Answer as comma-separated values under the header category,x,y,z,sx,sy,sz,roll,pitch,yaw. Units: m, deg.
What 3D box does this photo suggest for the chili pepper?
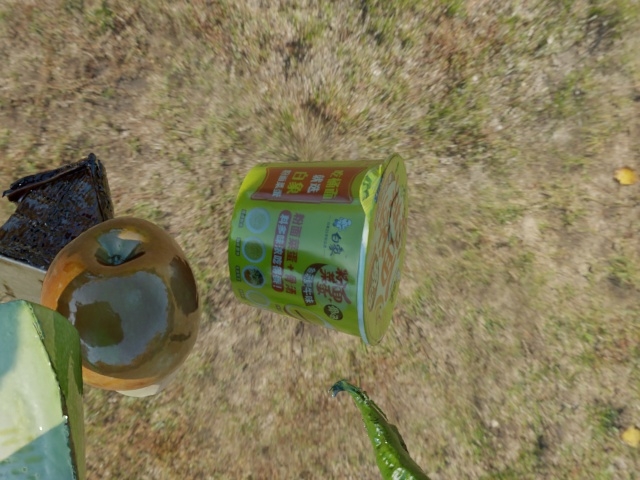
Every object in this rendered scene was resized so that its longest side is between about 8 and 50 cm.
category,x,y,z,sx,sy,sz,roll,pitch,yaw
chili pepper,0.115,0.350,1.370,0.085,0.359,0.076,-10,121,-21

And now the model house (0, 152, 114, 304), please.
category,x,y,z,sx,sy,sz,roll,pitch,yaw
model house,-0.512,-0.007,1.800,0.297,0.317,0.282,24,63,4

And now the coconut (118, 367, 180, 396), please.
category,x,y,z,sx,sy,sz,roll,pitch,yaw
coconut,-0.409,0.237,1.890,0.237,0.237,0.197,39,82,-4

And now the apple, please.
category,x,y,z,sx,sy,sz,roll,pitch,yaw
apple,-0.285,0.085,1.245,0.254,0.253,0.253,0,95,-1

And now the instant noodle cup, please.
category,x,y,z,sx,sy,sz,roll,pitch,yaw
instant noodle cup,0.000,0.000,1.343,0.222,0.311,0.311,7,95,15

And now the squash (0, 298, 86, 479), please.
category,x,y,z,sx,sy,sz,roll,pitch,yaw
squash,-0.379,0.260,0.960,0.234,0.210,0.308,-10,58,3
